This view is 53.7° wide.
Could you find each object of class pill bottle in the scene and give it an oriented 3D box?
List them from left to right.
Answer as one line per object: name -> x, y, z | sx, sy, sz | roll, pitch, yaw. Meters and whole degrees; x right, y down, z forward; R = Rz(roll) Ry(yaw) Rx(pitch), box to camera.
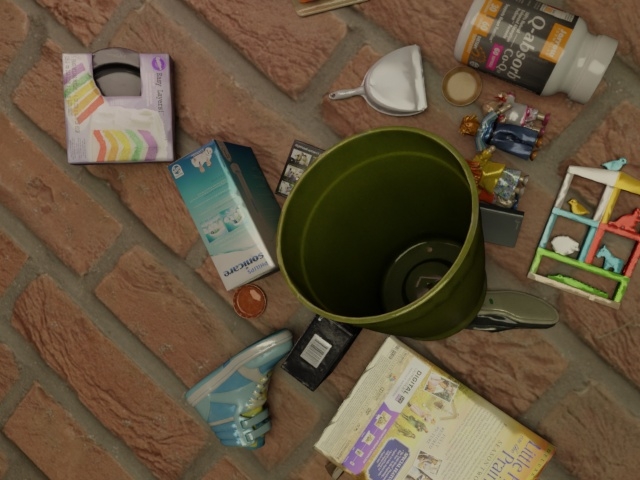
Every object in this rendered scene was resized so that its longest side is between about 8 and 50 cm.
pill bottle -> 0.419, -0.381, 1.243 | 0.278, 0.162, 0.162 | 26, 99, 12

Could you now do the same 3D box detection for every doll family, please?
doll family -> 0.356, -0.185, 1.292 | 0.163, 0.118, 0.263 | 19, 98, 12

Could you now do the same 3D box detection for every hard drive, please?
hard drive -> 0.350, -0.036, 1.326 | 0.135, 0.022, 0.094 | 12, 138, 13

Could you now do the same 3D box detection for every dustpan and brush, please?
dustpan and brush -> 0.119, -0.336, 1.382 | 0.211, 0.060, 0.147 | -7, 90, 8

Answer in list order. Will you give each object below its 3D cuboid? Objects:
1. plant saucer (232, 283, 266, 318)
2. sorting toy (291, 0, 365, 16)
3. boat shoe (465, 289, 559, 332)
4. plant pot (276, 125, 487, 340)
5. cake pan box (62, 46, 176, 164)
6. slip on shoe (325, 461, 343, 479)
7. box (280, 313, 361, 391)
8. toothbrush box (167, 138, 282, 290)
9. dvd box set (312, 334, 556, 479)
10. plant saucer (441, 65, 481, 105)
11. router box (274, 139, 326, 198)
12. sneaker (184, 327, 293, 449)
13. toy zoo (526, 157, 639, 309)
plant saucer -> -0.168, 0.144, 1.499 | 0.083, 0.013, 0.083 | 1, 94, 13
sorting toy -> 0.003, -0.575, 1.336 | 0.348, 0.196, 0.047 | -9, 48, 14
boat shoe -> 0.381, 0.157, 1.341 | 0.233, 0.084, 0.079 | 4, 132, 7
plant pot -> 0.163, 0.031, 1.205 | 0.366, 0.353, 0.366 | -13, 61, 24
cake pan box -> -0.468, -0.311, 1.480 | 0.246, 0.070, 0.267 | -1, 93, -9
slip on shoe -> 0.062, 0.489, 1.447 | 0.041, 0.051, 0.135 | 43, 108, 20
box -> 0.011, 0.226, 1.384 | 0.093, 0.158, 0.156 | 36, 101, 10
toothbrush box -> -0.177, -0.057, 1.386 | 0.126, 0.216, 0.295 | -28, 88, 15
dvd box set -> 0.239, 0.442, 1.362 | 0.420, 0.062, 0.307 | 33, 89, 10
plant saucer -> 0.302, -0.329, 1.350 | 0.083, 0.015, 0.083 | 1, 94, 15
router box -> 0.003, -0.134, 1.422 | 0.179, 0.046, 0.133 | 23, 98, 11
sneaker -> -0.143, 0.353, 1.452 | 0.319, 0.127, 0.208 | -38, 82, 23
toy zoo -> 0.567, -0.029, 1.294 | 0.192, 0.030, 0.293 | 21, 99, 12
